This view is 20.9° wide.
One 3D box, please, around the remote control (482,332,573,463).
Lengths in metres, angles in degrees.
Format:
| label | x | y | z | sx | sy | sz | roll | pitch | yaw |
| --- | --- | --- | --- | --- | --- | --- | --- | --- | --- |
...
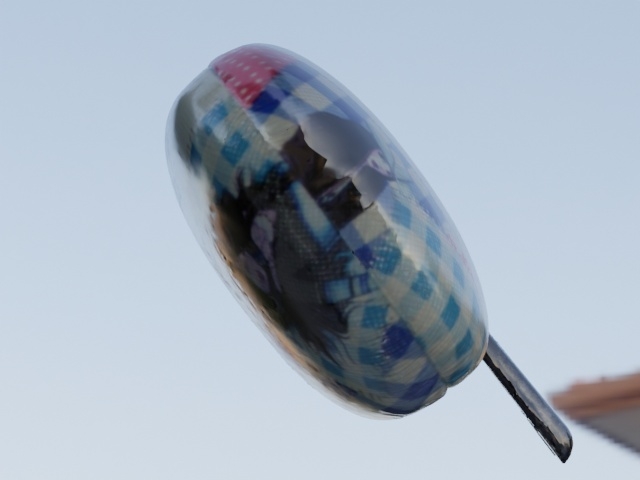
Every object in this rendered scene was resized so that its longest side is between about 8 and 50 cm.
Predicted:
| label | x | y | z | sx | sy | sz | roll | pitch | yaw |
| --- | --- | --- | --- | --- | --- | --- | --- | --- | --- |
| remote control | 0.093 | 0.067 | 0.850 | 0.014 | 0.096 | 0.039 | -38 | 0 | 2 |

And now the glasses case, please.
| label | x | y | z | sx | sy | sz | roll | pitch | yaw |
| --- | --- | --- | --- | --- | --- | --- | --- | --- | --- |
| glasses case | 0.000 | 0.000 | 0.645 | 0.076 | 0.125 | 0.327 | -34 | -1 | -2 |
